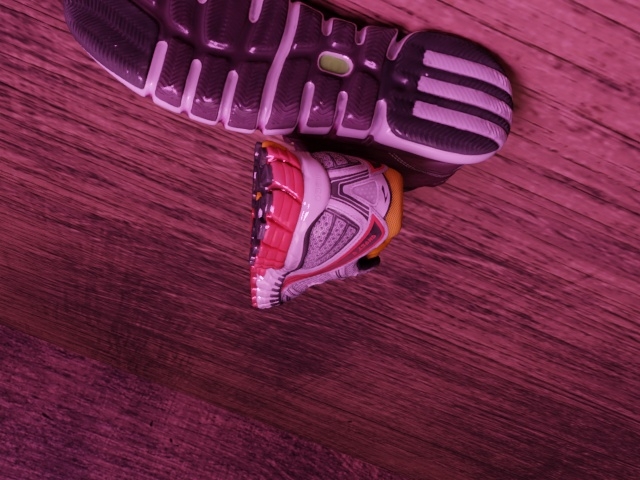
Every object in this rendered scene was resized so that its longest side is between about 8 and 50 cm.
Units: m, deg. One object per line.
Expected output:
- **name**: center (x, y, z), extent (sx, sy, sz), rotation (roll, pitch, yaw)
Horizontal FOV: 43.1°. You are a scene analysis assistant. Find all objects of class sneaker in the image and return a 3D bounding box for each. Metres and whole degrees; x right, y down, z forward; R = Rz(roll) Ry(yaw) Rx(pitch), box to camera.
- **sneaker**: center (0.000, 0.000, 0.526), extent (0.092, 0.088, 0.225), rotation (3, 173, -5)
- **sneaker**: center (-0.028, -0.087, 0.546), extent (0.281, 0.107, 0.162), rotation (19, 161, -1)
